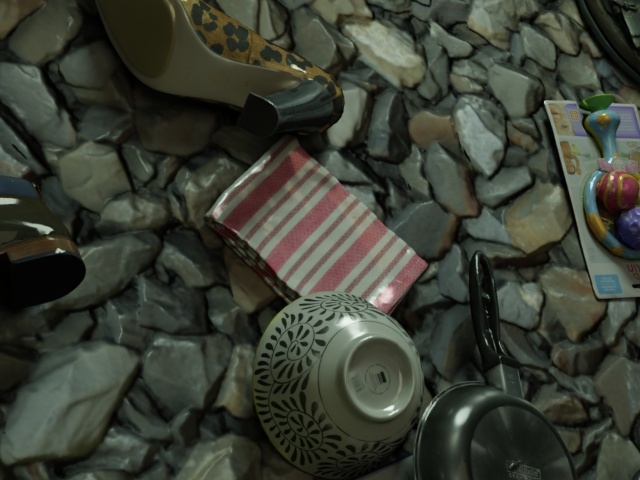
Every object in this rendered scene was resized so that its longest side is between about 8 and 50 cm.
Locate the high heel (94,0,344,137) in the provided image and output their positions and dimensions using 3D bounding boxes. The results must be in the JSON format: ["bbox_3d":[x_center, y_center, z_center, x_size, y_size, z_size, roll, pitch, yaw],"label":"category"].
[{"bbox_3d":[-0.099,-0.188,1.330,0.261,0.093,0.186,40,23,13],"label":"high heel"}]

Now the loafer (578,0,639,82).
[{"bbox_3d":[0.360,-0.309,1.634,0.096,0.084,0.268,-24,79,-37],"label":"loafer"}]

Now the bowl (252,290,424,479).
[{"bbox_3d":[0.032,0.123,1.195,0.170,0.080,0.170,6,77,-29],"label":"bowl"}]

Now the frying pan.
[{"bbox_3d":[0.188,0.173,1.270,0.197,0.053,0.326,39,49,-17],"label":"frying pan"}]

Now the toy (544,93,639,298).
[{"bbox_3d":[0.341,-0.056,1.510,0.136,0.056,0.237,-1,66,-29],"label":"toy"}]

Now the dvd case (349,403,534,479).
[{"bbox_3d":[0.147,0.267,1.244,0.238,0.029,0.179,-16,75,-35],"label":"dvd case"}]

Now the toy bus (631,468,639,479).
[{"bbox_3d":[0.332,0.338,1.235,0.108,0.130,0.333,50,49,-25],"label":"toy bus"}]

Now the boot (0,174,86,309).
[{"bbox_3d":[-0.310,0.006,1.100,0.219,0.082,0.106,-5,46,-28],"label":"boot"}]

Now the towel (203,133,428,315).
[{"bbox_3d":[0.000,0.000,1.297,0.197,0.029,0.144,44,51,-4],"label":"towel"}]
